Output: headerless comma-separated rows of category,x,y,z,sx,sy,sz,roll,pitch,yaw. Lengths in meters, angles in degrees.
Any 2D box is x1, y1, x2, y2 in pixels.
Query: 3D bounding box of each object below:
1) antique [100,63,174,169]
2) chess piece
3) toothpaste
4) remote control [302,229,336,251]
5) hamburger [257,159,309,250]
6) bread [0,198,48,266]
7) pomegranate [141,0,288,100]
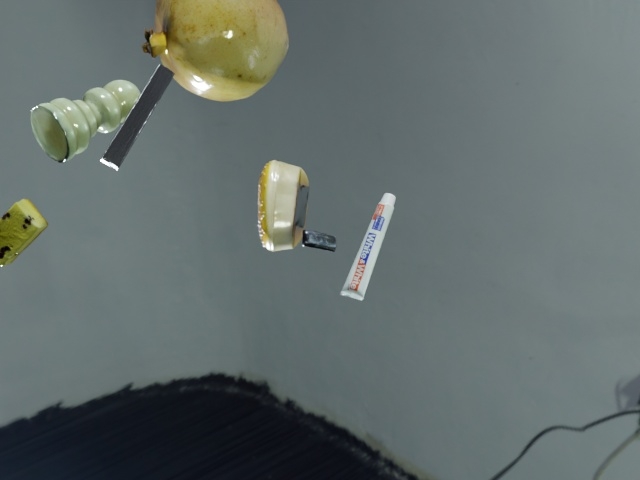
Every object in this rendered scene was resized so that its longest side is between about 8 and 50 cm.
antique,-0.278,-0.190,1.242,0.031,0.192,0.015,33,153,-18
chess piece,-0.495,-0.276,1.778,0.133,0.243,0.133,25,133,31
toothpaste,0.099,0.011,1.572,0.052,0.033,0.218,14,76,31
remote control,0.000,0.000,1.780,0.014,0.096,0.039,-15,69,47
hamburger,-0.094,-0.080,1.885,0.116,0.173,0.210,6,95,11
bread,-0.735,0.002,1.890,0.226,0.049,0.088,-40,93,22
pomegranate,-0.234,-0.454,1.787,0.319,0.319,0.319,21,120,42
